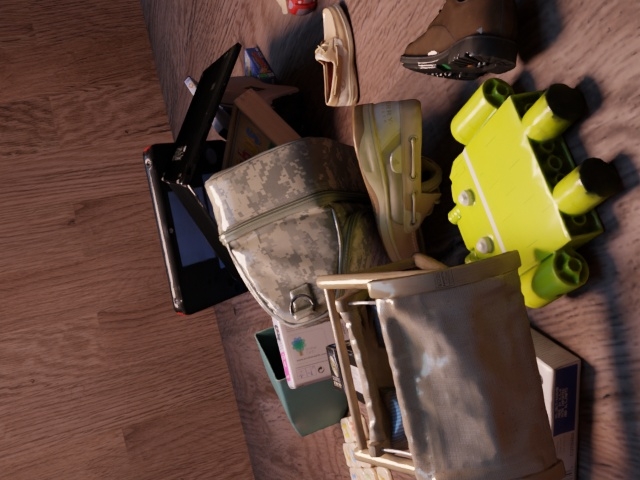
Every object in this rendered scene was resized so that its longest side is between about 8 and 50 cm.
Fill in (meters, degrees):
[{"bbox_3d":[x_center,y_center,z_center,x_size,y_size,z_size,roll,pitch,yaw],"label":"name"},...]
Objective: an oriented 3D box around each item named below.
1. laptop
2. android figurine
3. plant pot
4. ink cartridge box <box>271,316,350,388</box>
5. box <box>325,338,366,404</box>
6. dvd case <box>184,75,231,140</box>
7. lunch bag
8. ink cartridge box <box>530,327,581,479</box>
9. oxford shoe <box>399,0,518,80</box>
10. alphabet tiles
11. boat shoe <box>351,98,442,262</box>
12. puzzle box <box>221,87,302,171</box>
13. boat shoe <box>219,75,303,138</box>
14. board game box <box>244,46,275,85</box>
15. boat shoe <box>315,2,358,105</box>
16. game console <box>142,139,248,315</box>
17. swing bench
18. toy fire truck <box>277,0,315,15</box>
[{"bbox_3d":[-0.171,-0.126,1.457,0.408,0.236,0.382,-69,19,-1],"label":"laptop"},{"bbox_3d":[0.215,-0.049,0.820,0.273,0.056,0.248,127,128,-65],"label":"android figurine"},{"bbox_3d":[-0.028,0.316,1.672,0.165,0.165,0.234,-125,20,-51],"label":"plant pot"},{"bbox_3d":[-0.006,0.103,1.390,0.065,0.185,0.311,141,116,-73],"label":"ink cartridge box"},{"bbox_3d":[0.108,0.193,1.164,0.180,0.147,0.078,174,84,-73],"label":"box"},{"bbox_3d":[-0.221,-0.282,1.764,0.180,0.022,0.253,34,-165,-47],"label":"dvd case"},{"bbox_3d":[0.000,0.000,1.127,0.305,0.212,0.256,1,-109,-68],"label":"lunch bag"},{"bbox_3d":[0.237,0.201,0.934,0.224,0.045,0.223,-139,40,-63],"label":"ink cartridge box"},{"bbox_3d":[0.161,-0.237,0.847,0.227,0.082,0.096,-164,81,-70],"label":"oxford shoe"},{"bbox_3d":[0.106,0.523,1.611,0.278,0.021,0.284,131,125,-69],"label":"alphabet tiles"},{"bbox_3d":[0.120,-0.068,1.009,0.302,0.098,0.109,68,-164,-46],"label":"boat shoe"},{"bbox_3d":[-0.100,-0.108,1.571,0.272,0.052,0.409,45,155,10],"label":"puzzle box"},{"bbox_3d":[-0.154,-0.267,1.636,0.340,0.127,0.158,28,133,52],"label":"boat shoe"},{"bbox_3d":[-0.147,-0.342,1.778,0.201,0.035,0.136,96,155,-45],"label":"board game box"},{"bbox_3d":[0.021,-0.308,1.234,0.063,0.059,0.170,-167,66,-71],"label":"boat shoe"},{"bbox_3d":[-0.270,-0.043,1.754,0.342,0.060,0.387,-21,-79,-66],"label":"game console"},{"bbox_3d":[0.130,0.151,0.870,0.254,0.165,0.253,178,79,-73],"label":"swing bench"},{"bbox_3d":[-0.063,-0.480,1.400,0.135,0.047,0.192,106,146,-57],"label":"toy fire truck"}]
